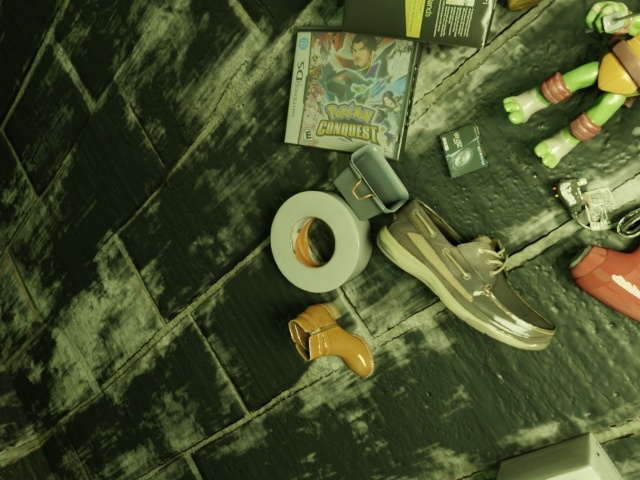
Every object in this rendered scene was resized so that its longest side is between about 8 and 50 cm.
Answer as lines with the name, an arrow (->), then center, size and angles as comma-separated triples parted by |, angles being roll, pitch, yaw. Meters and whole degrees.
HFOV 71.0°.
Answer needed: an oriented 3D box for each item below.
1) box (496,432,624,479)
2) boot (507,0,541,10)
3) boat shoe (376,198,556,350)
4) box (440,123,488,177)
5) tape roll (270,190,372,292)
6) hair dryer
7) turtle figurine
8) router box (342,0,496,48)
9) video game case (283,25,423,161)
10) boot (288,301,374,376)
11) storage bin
box -> 0.430, 0.462, 0.767 | 0.182, 0.119, 0.180 | -38, 78, 28
boot -> 0.378, -0.511, 0.673 | 0.262, 0.095, 0.203 | -23, 85, 40
boat shoe -> 0.264, 0.050, 0.800 | 0.356, 0.132, 0.130 | 38, 114, 19
box -> 0.266, -0.165, 0.832 | 0.067, 0.018, 0.083 | -15, 90, 30
tape roll -> 0.000, 0.000, 0.980 | 0.220, 0.072, 0.218 | 4, 99, 30
hair dryer -> 0.501, 0.014, 0.686 | 0.224, 0.080, 0.293 | -13, 91, 30
turtle figurine -> 0.403, -0.211, 0.623 | 0.266, 0.198, 0.274 | -36, 36, 46
router box -> 0.172, -0.478, 0.698 | 0.243, 0.081, 0.308 | 16, 123, 17
video game case -> 0.058, -0.305, 0.924 | 0.275, 0.035, 0.247 | 15, 104, 28
boot -> 0.020, 0.227, 0.952 | 0.073, 0.152, 0.197 | -45, 74, 27
storage bin -> 0.089, -0.102, 0.889 | 0.135, 0.098, 0.091 | 54, 141, -2
